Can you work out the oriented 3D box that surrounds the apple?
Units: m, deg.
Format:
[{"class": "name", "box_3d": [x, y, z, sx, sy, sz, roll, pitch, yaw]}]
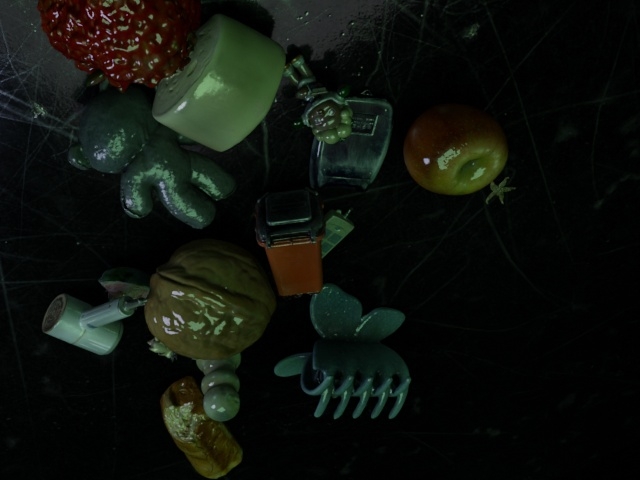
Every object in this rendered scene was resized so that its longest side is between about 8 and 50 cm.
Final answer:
[{"class": "apple", "box_3d": [0.296, -0.205, 1.589, 0.234, 0.173, 0.210, 22, 119, -41]}]

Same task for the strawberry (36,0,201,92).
[{"class": "strawberry", "box_3d": [-0.334, -0.425, 1.151, 0.267, 0.312, 0.352, -27, 118, -17]}]

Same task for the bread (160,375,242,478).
[{"class": "bread", "box_3d": [-0.358, 0.559, 2.106, 0.148, 0.195, 0.344, -32, 135, -12]}]

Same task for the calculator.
[{"class": "calculator", "box_3d": [0.071, -0.219, 1.607, 0.177, 0.040, 0.268, 1, 126, -17]}]

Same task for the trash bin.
[{"class": "trash bin", "box_3d": [-0.061, 0.019, 1.673, 0.161, 0.185, 0.239, -7, 131, 0]}]

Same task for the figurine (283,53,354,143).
[{"class": "figurine", "box_3d": [-0.006, -0.284, 1.467, 0.147, 0.094, 0.197, -32, 120, 20]}]

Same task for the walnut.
[{"class": "walnut", "box_3d": [-0.261, 0.139, 1.692, 0.277, 0.252, 0.313, -46, 133, 15]}]

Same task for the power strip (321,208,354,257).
[{"class": "power strip", "box_3d": [0.000, 0.000, 1.792, 0.080, 0.029, 0.227, 29, 119, -34]}]

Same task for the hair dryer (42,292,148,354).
[{"class": "hair dryer", "box_3d": [-0.499, 0.181, 1.692, 0.173, 0.108, 0.357, 31, 146, -35]}]

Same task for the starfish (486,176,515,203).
[{"class": "starfish", "box_3d": [0.446, -0.126, 1.806, 0.086, 0.016, 0.092, 23, 125, -29]}]

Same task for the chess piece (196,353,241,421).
[{"class": "chess piece", "box_3d": [-0.267, 0.370, 1.916, 0.133, 0.243, 0.133, -7, 132, -8]}]

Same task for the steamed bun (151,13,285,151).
[{"class": "steamed bun", "box_3d": [-0.185, -0.286, 1.358, 0.200, 0.155, 0.250, 26, 120, -35]}]

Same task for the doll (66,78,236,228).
[{"class": "doll", "box_3d": [-0.343, -0.162, 1.456, 0.340, 0.158, 0.246, 36, 75, -30]}]

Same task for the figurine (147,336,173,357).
[{"class": "figurine", "box_3d": [-0.423, 0.283, 1.935, 0.050, 0.047, 0.083, -45, 133, 12]}]

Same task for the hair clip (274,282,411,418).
[{"class": "hair clip", "box_3d": [0.086, 0.350, 2.001, 0.318, 0.239, 0.392, 9, 128, -25]}]

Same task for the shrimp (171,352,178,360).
[{"class": "shrimp", "box_3d": [-0.376, 0.260, 1.900, 0.056, 0.065, 0.165, 0, 129, -48]}]

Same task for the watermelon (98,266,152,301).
[{"class": "watermelon", "box_3d": [-0.472, 0.117, 1.755, 0.187, 0.071, 0.139, 23, 133, -38]}]
